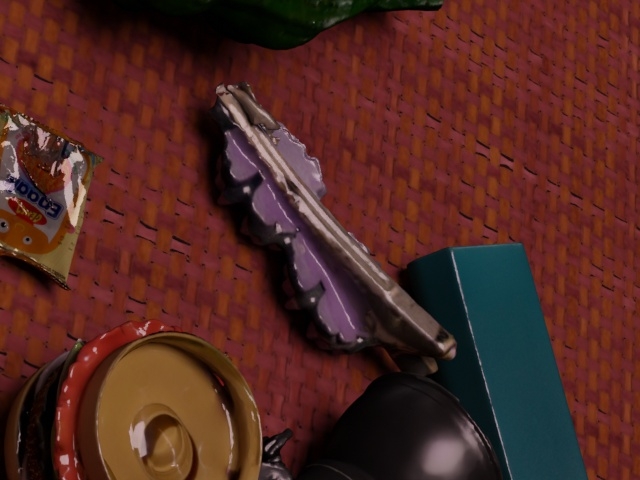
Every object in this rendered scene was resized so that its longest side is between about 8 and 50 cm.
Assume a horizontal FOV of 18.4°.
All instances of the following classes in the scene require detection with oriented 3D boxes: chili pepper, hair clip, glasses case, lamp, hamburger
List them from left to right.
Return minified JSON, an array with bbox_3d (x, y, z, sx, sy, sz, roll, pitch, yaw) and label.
[{"bbox_3d":[-0.136,0.141,1.323,0.175,0.137,0.175,21,60,-42],"label":"hamburger"},{"bbox_3d":[-0.020,-0.233,1.559,0.385,0.213,0.167,1,115,-39],"label":"chili pepper"},{"bbox_3d":[0.000,0.000,1.556,0.292,0.084,0.106,53,51,-7],"label":"hair clip"},{"bbox_3d":[0.004,0.203,1.447,0.227,0.147,0.172,-29,81,-38],"label":"lamp"},{"bbox_3d":[0.155,0.154,1.647,0.117,0.070,0.301,-2,74,-50],"label":"glasses case"}]

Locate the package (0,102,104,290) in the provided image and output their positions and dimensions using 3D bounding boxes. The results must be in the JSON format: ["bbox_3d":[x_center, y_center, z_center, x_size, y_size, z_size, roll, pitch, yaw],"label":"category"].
[{"bbox_3d":[-0.209,-0.037,1.400,0.108,0.031,0.120,29,56,-32],"label":"package"}]
